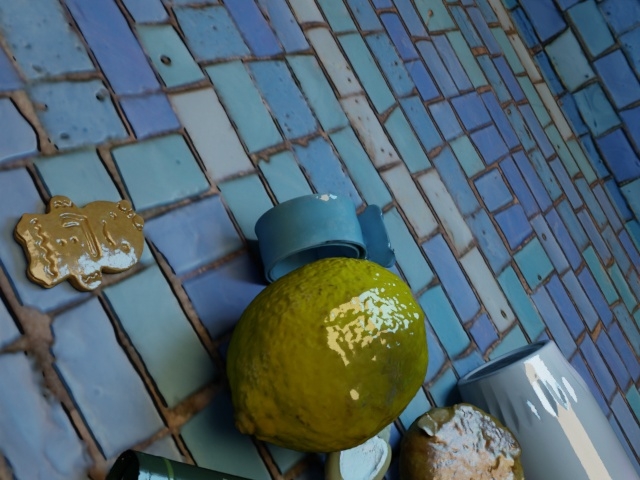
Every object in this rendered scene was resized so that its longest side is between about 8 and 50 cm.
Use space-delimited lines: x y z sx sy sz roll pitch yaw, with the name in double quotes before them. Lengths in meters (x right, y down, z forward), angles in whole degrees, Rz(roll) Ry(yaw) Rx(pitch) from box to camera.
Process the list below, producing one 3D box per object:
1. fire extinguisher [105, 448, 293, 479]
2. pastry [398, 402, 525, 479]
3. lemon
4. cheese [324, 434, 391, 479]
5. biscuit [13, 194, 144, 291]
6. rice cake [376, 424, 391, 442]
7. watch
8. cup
"fire extinguisher" -0.124 0.340 0.876 0.294 0.093 0.118 28 62 -34
"pastry" 0.233 0.391 1.167 0.218 0.100 0.229 19 59 -5
"lemon" 0.008 0.159 0.975 0.321 0.268 0.268 -27 89 -45
"cheese" 0.034 0.352 0.996 0.097 0.037 0.192 32 49 0
"biscuit" -0.309 0.003 0.923 0.184 0.027 0.134 3 65 -46
"rice cake" 0.076 0.310 1.120 0.069 0.063 0.207 34 47 -21
"watch" 0.000 0.000 1.123 0.193 0.210 0.211 27 48 -57
"cup" 0.423 0.394 1.301 0.253 0.253 0.372 -16 77 -49
